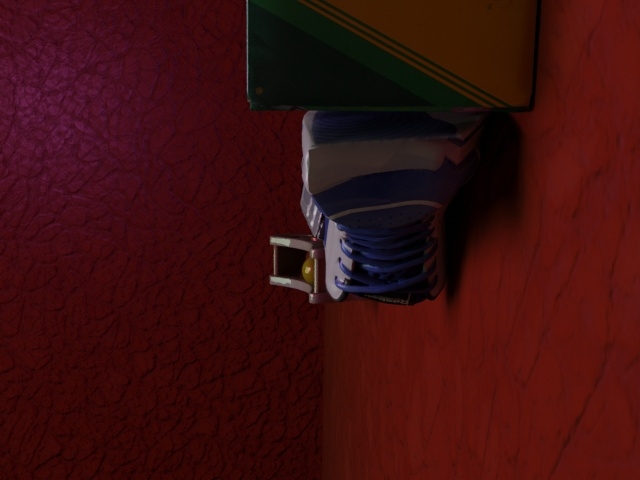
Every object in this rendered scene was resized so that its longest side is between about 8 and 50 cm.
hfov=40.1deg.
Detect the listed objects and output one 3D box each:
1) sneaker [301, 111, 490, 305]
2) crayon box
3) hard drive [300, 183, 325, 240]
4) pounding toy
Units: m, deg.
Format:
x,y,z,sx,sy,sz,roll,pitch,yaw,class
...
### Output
x,y,z,sx,sy,sz,roll,pitch,yaw,class
0.061,-0.022,0.682,0.315,0.128,0.182,-74,-19,-76,sneaker
0.040,-0.216,0.508,0.081,0.166,0.278,-104,14,-78,crayon box
0.033,-0.130,1.114,0.339,0.064,0.236,-117,40,-80,hard drive
0.000,0.000,1.337,0.269,0.154,0.154,-117,27,-82,pounding toy
